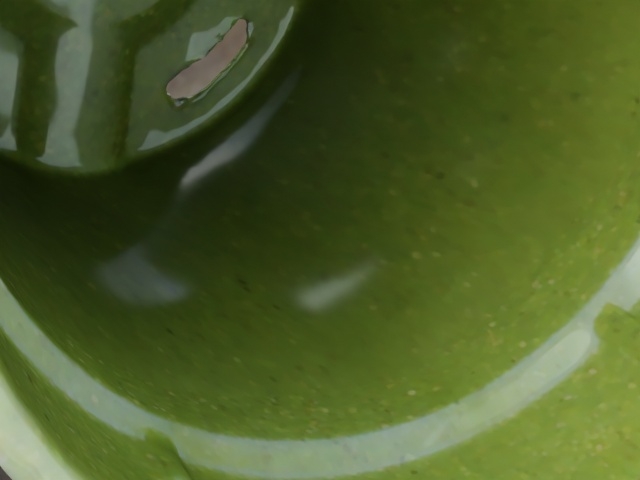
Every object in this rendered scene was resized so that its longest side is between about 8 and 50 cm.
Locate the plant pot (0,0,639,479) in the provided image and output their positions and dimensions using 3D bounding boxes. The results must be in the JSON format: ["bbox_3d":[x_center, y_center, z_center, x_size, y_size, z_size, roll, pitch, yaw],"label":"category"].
[{"bbox_3d":[-0.020,-0.073,0.463,0.276,0.276,0.254,15,9,-34],"label":"plant pot"}]
